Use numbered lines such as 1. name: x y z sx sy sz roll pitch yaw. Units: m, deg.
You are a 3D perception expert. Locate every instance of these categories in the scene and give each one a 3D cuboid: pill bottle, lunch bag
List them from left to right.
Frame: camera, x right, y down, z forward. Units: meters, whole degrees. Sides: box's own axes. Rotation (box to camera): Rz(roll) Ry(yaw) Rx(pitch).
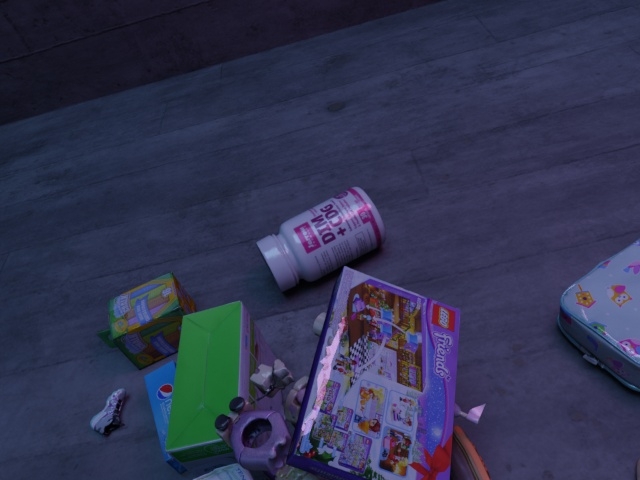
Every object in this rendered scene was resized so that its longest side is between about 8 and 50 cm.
1. pill bottle: 0.000 0.000 1.175 0.282 0.160 0.160 -28 45 -9
2. lunch bag: 0.592 0.133 0.882 0.279 0.108 0.224 -31 48 -11

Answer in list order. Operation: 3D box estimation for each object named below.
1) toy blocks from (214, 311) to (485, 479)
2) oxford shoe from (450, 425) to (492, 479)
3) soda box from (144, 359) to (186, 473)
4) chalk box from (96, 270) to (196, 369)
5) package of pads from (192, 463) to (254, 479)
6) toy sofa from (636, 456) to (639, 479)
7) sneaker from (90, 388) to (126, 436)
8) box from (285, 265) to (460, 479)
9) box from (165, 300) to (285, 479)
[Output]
1. toy blocks: 0.068 0.302 0.746 0.260 0.309 0.289 18 55 38
2. oxford shoe: 0.209 0.448 0.691 0.132 0.130 0.364 -16 44 11
3. soda box: -0.293 0.353 0.993 0.071 0.067 0.210 -28 45 -10
4. chalk box: -0.407 0.196 1.140 0.212 0.132 0.132 -26 44 -6
5. package of pads: -0.095 0.489 0.656 0.101 0.229 0.296 -11 33 -30
6. toy sofa: 0.503 0.440 0.604 0.150 0.177 0.363 28 57 9
7. sneaker: -0.438 0.373 1.047 0.069 0.038 0.098 19 65 31
8. box: 0.088 0.195 0.690 0.200 0.057 0.293 21 50 -3
9. box: -0.157 0.289 0.891 0.126 0.231 0.262 -14 44 6
